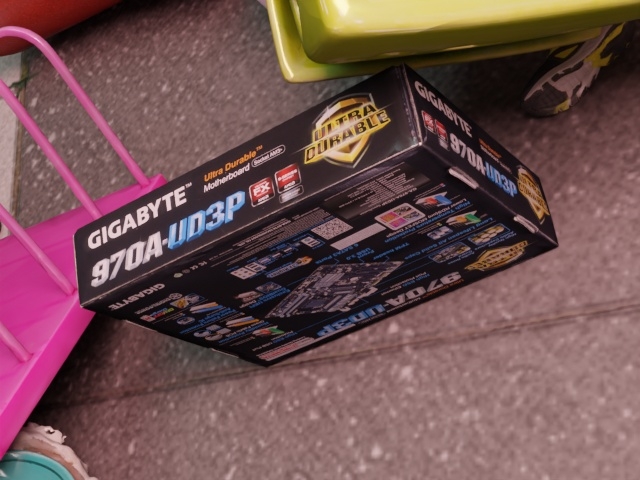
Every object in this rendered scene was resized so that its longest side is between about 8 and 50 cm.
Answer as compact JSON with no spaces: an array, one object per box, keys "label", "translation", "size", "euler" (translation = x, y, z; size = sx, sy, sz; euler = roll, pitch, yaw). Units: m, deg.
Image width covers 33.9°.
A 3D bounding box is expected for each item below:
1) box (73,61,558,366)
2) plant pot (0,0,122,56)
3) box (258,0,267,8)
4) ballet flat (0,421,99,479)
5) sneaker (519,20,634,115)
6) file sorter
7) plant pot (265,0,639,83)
[{"label":"box","translation":[0.000,0.000,0.596],"size":[0.220,0.175,0.051],"euler":[-25,61,26]},{"label":"plant pot","translation":[-0.238,-0.298,0.899],"size":[0.265,0.272,0.272],"euler":[-21,55,38]},{"label":"box","translation":[0.012,-0.206,0.724],"size":[0.126,0.137,0.072],"euler":[-14,60,32]},{"label":"ballet flat","translation":[-0.250,0.318,0.675],"size":[0.147,0.147,0.408],"euler":[6,68,39]},{"label":"sneaker","translation":[0.153,-0.110,0.643],"size":[0.083,0.031,0.035],"euler":[-41,42,1]},{"label":"file sorter","translation":[-0.279,0.007,0.727],"size":[0.202,0.182,0.290],"euler":[-19,29,29]},{"label":"plant pot","translation":[0.069,-0.199,0.531],"size":[0.228,0.207,0.227],"euler":[-10,89,-12]}]
